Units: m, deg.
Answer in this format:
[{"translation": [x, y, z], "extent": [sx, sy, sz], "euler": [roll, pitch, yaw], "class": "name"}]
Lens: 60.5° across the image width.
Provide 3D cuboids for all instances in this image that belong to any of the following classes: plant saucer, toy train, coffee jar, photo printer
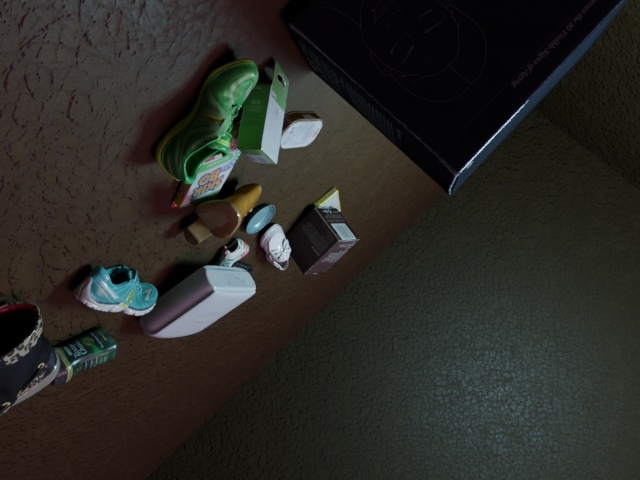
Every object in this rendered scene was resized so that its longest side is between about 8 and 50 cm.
[{"translation": [-0.195, -0.073, 1.747], "extent": [0.119, 0.021, 0.119], "euler": [-41, 163, -16], "class": "plant saucer"}, {"translation": [-0.279, 0.095, 1.937], "extent": [0.036, 0.027, 0.158], "euler": [-36, 164, 6], "class": "toy train"}, {"translation": [-0.640, 0.304, 1.448], "extent": [0.184, 0.096, 0.079], "euler": [-25, 151, -50], "class": "coffee jar"}, {"translation": [-0.383, 0.198, 1.693], "extent": [0.307, 0.107, 0.256], "euler": [-34, 163, 16], "class": "photo printer"}]

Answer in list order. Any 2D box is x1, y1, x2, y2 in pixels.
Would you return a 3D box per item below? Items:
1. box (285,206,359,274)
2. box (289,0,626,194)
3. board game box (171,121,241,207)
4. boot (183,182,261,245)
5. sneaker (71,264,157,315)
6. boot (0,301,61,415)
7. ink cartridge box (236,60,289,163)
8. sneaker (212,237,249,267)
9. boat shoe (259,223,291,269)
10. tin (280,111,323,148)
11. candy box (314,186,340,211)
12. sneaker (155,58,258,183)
[{"translation": [0.000, 0.000, 2.070], "extent": [0.203, 0.167, 0.168], "euler": [-44, 161, 24], "class": "box"}, {"translation": [0.279, -0.443, 1.192], "extent": [0.480, 0.472, 0.297], "euler": [-46, 169, 5], "class": "box"}, {"translation": [-0.263, -0.172, 1.318], "extent": [0.124, 0.039, 0.259], "euler": [-25, 160, -51], "class": "board game box"}, {"translation": [-0.223, -0.091, 1.410], "extent": [0.211, 0.104, 0.295], "euler": [-43, -168, -34], "class": "boot"}, {"translation": [-0.490, 0.121, 1.379], "extent": [0.110, 0.107, 0.275], "euler": [-56, 163, 3], "class": "sneaker"}, {"translation": [-0.732, 0.303, 1.154], "extent": [0.377, 0.138, 0.284], "euler": [-37, 163, -38], "class": "boot"}, {"translation": [-0.129, -0.291, 1.256], "extent": [0.109, 0.062, 0.210], "euler": [34, 63, -73], "class": "ink cartridge box"}, {"translation": [-0.304, 0.054, 1.751], "extent": [0.161, 0.057, 0.075], "euler": [-42, 145, -4], "class": "sneaker"}, {"translation": [-0.147, 0.030, 1.968], "extent": [0.098, 0.096, 0.277], "euler": [-41, 162, -13], "class": "boat shoe"}, {"translation": [-0.062, -0.301, 1.511], "extent": [0.189, 0.040, 0.106], "euler": [-20, 154, -55], "class": "tin"}, {"translation": [0.029, -0.128, 2.135], "extent": [0.105, 0.027, 0.206], "euler": [-43, 163, -9], "class": "candy box"}, {"translation": [-0.215, -0.239, 1.139], "extent": [0.296, 0.123, 0.109], "euler": [-50, 162, 13], "class": "sneaker"}]
